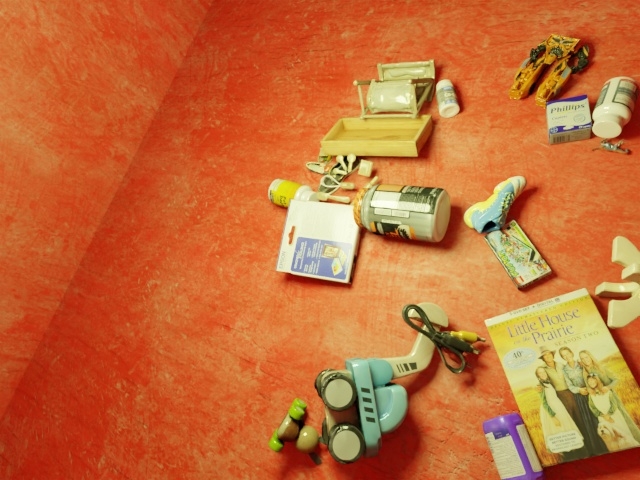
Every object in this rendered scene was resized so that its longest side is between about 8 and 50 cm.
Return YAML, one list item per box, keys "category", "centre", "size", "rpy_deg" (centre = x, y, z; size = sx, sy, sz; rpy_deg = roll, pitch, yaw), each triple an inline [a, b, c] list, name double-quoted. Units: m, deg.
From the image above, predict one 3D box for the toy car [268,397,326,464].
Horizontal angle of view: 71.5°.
- category: "toy car"
  centre: [-0.053, 0.668, 1.518]
  size: [0.188, 0.149, 0.155]
  rpy_deg: [32, 89, 6]

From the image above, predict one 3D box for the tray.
- category: "tray"
  centre: [0.228, -0.426, 1.816]
  size: [0.411, 0.076, 0.203]
  rpy_deg: [8, 46, 30]

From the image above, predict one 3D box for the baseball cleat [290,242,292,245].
- category: "baseball cleat"
  centre: [-0.075, 0.026, 1.825]
  size: [0.109, 0.072, 0.206]
  rpy_deg: [11, 78, 25]

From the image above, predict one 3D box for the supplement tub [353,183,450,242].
- category: "supplement tub"
  centre: [0.291, -0.105, 1.609]
  size: [0.316, 0.193, 0.193]
  rpy_deg: [9, 73, 32]

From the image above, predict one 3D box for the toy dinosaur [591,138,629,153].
- category: "toy dinosaur"
  centre: [0.950, -0.298, 1.442]
  size: [0.082, 0.047, 0.090]
  rpy_deg: [57, 138, 21]

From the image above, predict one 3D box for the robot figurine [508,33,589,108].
- category: "robot figurine"
  centre: [0.829, -0.626, 1.613]
  size: [0.211, 0.085, 0.291]
  rpy_deg: [32, 86, 34]

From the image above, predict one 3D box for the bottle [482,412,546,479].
- category: "bottle"
  centre: [0.538, 0.621, 1.197]
  size: [0.118, 0.092, 0.283]
  rpy_deg: [122, 141, -50]

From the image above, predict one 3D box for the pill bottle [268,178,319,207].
- category: "pill bottle"
  centre: [-0.113, -0.190, 1.913]
  size: [0.215, 0.117, 0.117]
  rpy_deg: [19, 78, 34]

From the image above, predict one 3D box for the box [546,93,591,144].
- category: "box"
  centre: [0.844, -0.411, 1.517]
  size: [0.126, 0.072, 0.137]
  rpy_deg: [-5, 66, 26]

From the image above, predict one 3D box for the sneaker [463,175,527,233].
- category: "sneaker"
  centre: [0.607, -0.106, 1.489]
  size: [0.240, 0.091, 0.126]
  rpy_deg: [-41, 38, 18]

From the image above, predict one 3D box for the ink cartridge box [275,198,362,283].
- category: "ink cartridge box"
  centre: [0.000, 0.000, 1.755]
  size: [0.307, 0.072, 0.303]
  rpy_deg: [8, 80, 23]

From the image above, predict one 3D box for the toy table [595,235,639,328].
- category: "toy table"
  centre: [0.862, 0.125, 1.179]
  size: [0.161, 0.252, 0.274]
  rpy_deg: [9, 61, 15]

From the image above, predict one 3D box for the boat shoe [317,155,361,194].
- category: "boat shoe"
  centre: [0.068, -0.283, 1.885]
  size: [0.228, 0.069, 0.081]
  rpy_deg: [-43, 55, 5]

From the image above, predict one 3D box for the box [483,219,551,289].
- category: "box"
  centre: [0.637, 0.046, 1.447]
  size: [0.114, 0.036, 0.207]
  rpy_deg: [-32, 57, 13]

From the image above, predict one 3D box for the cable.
- category: "cable"
  centre: [0.366, 0.306, 1.381]
  size: [0.287, 0.072, 0.139]
  rpy_deg: [27, 88, 2]

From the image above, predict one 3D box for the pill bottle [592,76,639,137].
- category: "pill bottle"
  centre: [0.945, -0.424, 1.433]
  size: [0.108, 0.108, 0.180]
  rpy_deg: [18, 70, 33]

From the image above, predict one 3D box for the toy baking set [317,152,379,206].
- category: "toy baking set"
  centre: [0.109, -0.237, 1.822]
  size: [0.197, 0.030, 0.256]
  rpy_deg: [41, 105, 12]

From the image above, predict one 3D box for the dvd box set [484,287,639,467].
- category: "dvd box set"
  centre: [0.691, 0.378, 1.254]
  size: [0.307, 0.062, 0.420]
  rpy_deg: [-22, 60, 18]

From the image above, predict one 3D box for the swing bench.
- category: "swing bench"
  centre: [0.313, -0.621, 1.831]
  size: [0.253, 0.165, 0.254]
  rpy_deg: [10, 41, 33]

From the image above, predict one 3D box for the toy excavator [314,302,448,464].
- category: "toy excavator"
  centre: [0.208, 0.437, 1.411]
  size: [0.445, 0.222, 0.433]
  rpy_deg: [-6, 78, -8]

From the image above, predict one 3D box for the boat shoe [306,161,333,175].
- category: "boat shoe"
  centre: [0.001, -0.319, 1.955]
  size: [0.137, 0.043, 0.049]
  rpy_deg: [14, 74, 31]

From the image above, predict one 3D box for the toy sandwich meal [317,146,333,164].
- category: "toy sandwich meal"
  centre: [0.020, -0.377, 1.977]
  size: [0.085, 0.029, 0.085]
  rpy_deg: [-12, 63, 24]

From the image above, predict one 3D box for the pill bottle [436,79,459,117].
- category: "pill bottle"
  centre: [0.503, -0.565, 1.768]
  size: [0.078, 0.078, 0.137]
  rpy_deg: [-14, 63, 23]
